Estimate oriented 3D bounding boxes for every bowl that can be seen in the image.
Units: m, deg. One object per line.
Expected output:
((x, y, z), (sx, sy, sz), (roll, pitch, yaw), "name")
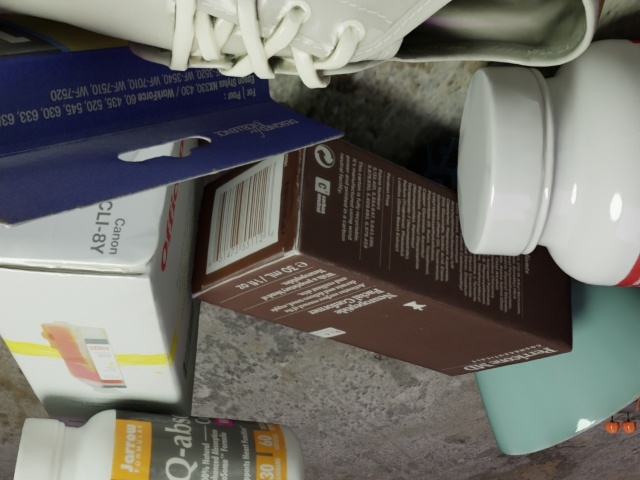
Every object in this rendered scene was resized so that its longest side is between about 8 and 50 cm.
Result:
((0.310, 0.114, 1.132), (0.311, 0.163, 0.311), (-35, 178, -2), "bowl")

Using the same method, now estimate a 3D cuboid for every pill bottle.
((0.343, -0.069, 0.821), (0.408, 0.229, 0.229), (1, 150, -2), "pill bottle")
((-0.166, 0.258, 0.904), (0.278, 0.162, 0.162), (8, 149, -15), "pill bottle")

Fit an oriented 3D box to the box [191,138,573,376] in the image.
((0.074, 0.031, 0.947), (0.381, 0.143, 0.191), (19, 153, -33), "box")

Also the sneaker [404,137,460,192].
((0.130, -0.056, 1.011), (0.081, 0.080, 0.211), (16, 157, -37), "sneaker")

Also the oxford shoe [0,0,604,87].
((-0.036, -0.150, 0.487), (0.449, 0.130, 0.169), (-4, 171, -10), "oxford shoe")

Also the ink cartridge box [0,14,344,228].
((-0.184, -0.121, 0.591), (0.307, 0.303, 0.072), (21, 115, 28), "ink cartridge box")

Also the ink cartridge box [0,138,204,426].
((-0.210, -0.002, 0.898), (0.160, 0.279, 0.384), (4, 150, -2), "ink cartridge box")

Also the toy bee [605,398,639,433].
((0.470, 0.205, 1.365), (0.195, 0.162, 0.298), (-14, 147, 20), "toy bee")
